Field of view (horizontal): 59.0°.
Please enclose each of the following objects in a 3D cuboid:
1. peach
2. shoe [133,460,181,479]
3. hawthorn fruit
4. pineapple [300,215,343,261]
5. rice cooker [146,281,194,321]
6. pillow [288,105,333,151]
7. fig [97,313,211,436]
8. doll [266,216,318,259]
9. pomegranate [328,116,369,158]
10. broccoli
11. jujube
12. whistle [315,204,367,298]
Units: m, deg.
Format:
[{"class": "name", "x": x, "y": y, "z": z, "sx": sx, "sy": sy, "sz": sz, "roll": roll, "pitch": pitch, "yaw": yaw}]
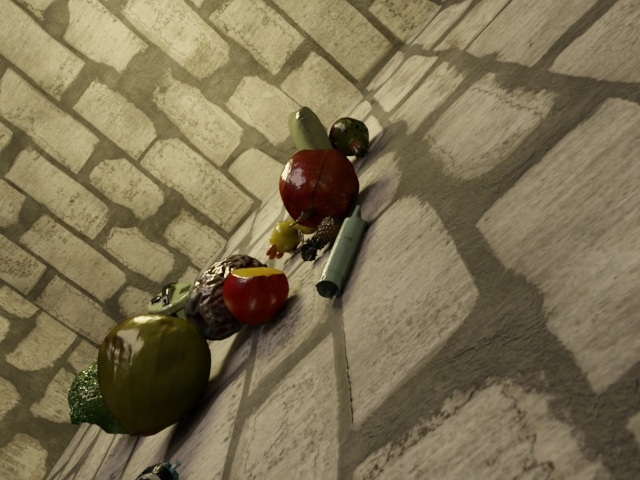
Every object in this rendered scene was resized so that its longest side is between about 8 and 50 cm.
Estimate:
[{"class": "peach", "x": -0.182, "y": 0.140, "z": 1.605, "sx": 0.190, "sy": 0.190, "sz": 0.192, "roll": -68, "pitch": 0, "yaw": -53}, {"class": "shoe", "x": -0.395, "y": 0.582, "z": 1.337, "sx": 0.106, "sy": 0.091, "sz": 0.207, "roll": -31, "pitch": -10, "yaw": -50}, {"class": "hawthorn fruit", "x": -0.002, "y": -0.162, "z": 1.757, "sx": 0.258, "sy": 0.258, "sz": 0.261, "roll": -45, "pitch": 33, "yaw": 19}, {"class": "pineapple", "x": 0.000, "y": 0.000, "z": 1.659, "sx": 0.159, "sy": 0.074, "sz": 0.074, "roll": -48, "pitch": 13, "yaw": 20}, {"class": "rice cooker", "x": -0.557, "y": 0.285, "z": 2.253, "sx": 0.226, "sy": 0.244, "sz": 0.226, "roll": -24, "pitch": 20, "yaw": 9}, {"class": "pillow", "x": -0.023, "y": -0.358, "z": 2.196, "sx": 0.120, "sy": 0.322, "sz": 0.255, "roll": -29, "pitch": 11, "yaw": -7}, {"class": "fig", "x": -0.477, "y": 0.388, "z": 1.643, "sx": 0.343, "sy": 0.343, "sz": 0.343, "roll": -46, "pitch": 14, "yaw": 15}, {"class": "doll", "x": -0.100, "y": -0.015, "z": 1.949, "sx": 0.220, "sy": 0.135, "sz": 0.143, "roll": -51, "pitch": -20, "yaw": 21}, {"class": "pomegranate", "x": 0.118, "y": -0.389, "z": 2.180, "sx": 0.159, "sy": 0.159, "sz": 0.205, "roll": -46, "pitch": 44, "yaw": 16}, {"class": "broccoli", "x": -0.740, "y": 0.556, "z": 2.079, "sx": 0.413, "sy": 0.321, "sz": 0.309, "roll": 16, "pitch": 75, "yaw": 58}, {"class": "jujube", "x": -0.292, "y": 0.173, "z": 1.803, "sx": 0.226, "sy": 0.226, "sz": 0.317, "roll": -38, "pitch": 5, "yaw": 41}, {"class": "whistle", "x": 0.060, "y": 0.021, "z": 1.416, "sx": 0.062, "sy": 0.062, "sz": 0.312, "roll": -39, "pitch": 17, "yaw": 39}]
